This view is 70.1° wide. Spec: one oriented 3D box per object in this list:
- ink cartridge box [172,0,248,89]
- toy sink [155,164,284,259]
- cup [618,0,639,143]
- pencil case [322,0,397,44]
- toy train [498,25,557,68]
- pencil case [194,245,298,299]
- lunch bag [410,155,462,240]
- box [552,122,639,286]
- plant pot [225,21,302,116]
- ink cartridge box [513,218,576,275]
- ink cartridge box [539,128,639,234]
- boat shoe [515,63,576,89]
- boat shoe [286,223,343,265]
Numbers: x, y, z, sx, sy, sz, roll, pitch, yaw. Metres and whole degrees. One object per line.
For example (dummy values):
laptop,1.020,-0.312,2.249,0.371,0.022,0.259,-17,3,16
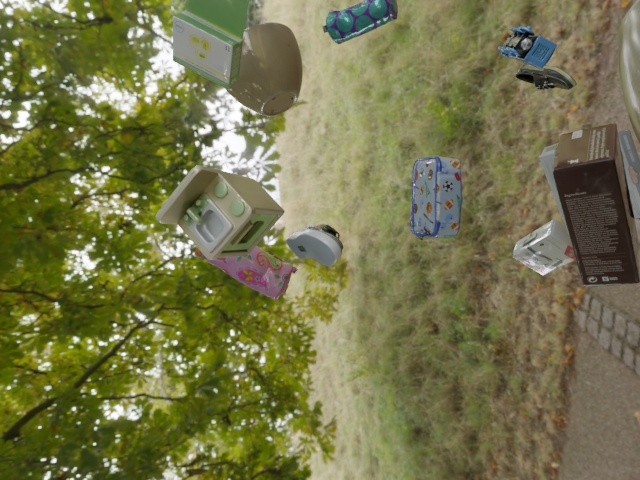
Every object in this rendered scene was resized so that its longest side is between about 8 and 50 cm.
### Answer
ink cartridge box,-0.265,-0.504,1.084,0.056,0.171,0.235,-57,-7,-39
toy sink,-0.207,-0.053,0.998,0.131,0.153,0.234,46,-166,15
cup,0.636,-0.315,0.733,0.331,0.331,0.237,55,-169,-70
pencil case,0.083,-0.462,0.938,0.070,0.152,0.064,64,-145,-24
toy train,0.535,-0.502,1.190,0.080,0.105,0.184,-60,4,25
pencil case,-0.210,0.057,1.289,0.124,0.284,0.124,-60,2,4
lunch bag,0.402,-0.148,1.636,0.243,0.115,0.303,-153,65,-74
box,0.726,-0.085,1.190,0.381,0.143,0.191,59,-135,-25
plant pot,-0.168,-0.514,1.457,0.191,0.284,0.284,63,-174,9
ink cartridge box,0.906,0.031,1.813,0.092,0.159,0.218,-60,3,-30
ink cartridge box,0.948,-0.208,1.559,0.130,0.272,0.309,-39,-73,-48
boat shoe,0.728,-0.525,1.484,0.080,0.073,0.223,29,-161,-37
boat shoe,0.000,0.000,0.942,0.080,0.076,0.228,54,163,-10
